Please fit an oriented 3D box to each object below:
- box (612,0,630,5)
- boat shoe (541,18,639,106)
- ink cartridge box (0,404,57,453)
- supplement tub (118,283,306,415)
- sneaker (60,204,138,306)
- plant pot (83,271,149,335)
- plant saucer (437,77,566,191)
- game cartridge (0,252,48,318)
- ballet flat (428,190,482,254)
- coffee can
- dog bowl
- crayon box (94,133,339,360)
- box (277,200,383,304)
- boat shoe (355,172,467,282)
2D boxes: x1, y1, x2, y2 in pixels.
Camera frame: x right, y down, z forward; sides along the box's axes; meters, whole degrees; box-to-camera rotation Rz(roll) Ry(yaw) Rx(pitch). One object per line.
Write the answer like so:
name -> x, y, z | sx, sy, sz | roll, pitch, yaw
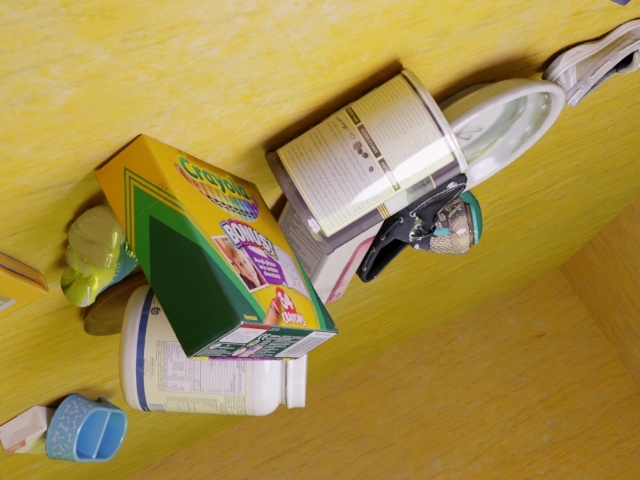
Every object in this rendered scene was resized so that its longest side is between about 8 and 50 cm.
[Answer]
box -> 0.389, -0.411, 1.181 | 0.225, 0.136, 0.036 | -7, 151, -49
boat shoe -> 0.603, -0.367, 1.675 | 0.320, 0.103, 0.118 | -24, 162, -25
ink cartridge box -> -0.690, 0.469, 2.000 | 0.115, 0.067, 0.198 | -30, 161, 0
supplement tub -> -0.187, 0.202, 1.497 | 0.325, 0.235, 0.235 | 2, 159, 0
sneaker -> -0.341, 0.007, 1.307 | 0.126, 0.091, 0.240 | -38, 172, -46
plant pot -> -0.364, 0.117, 1.615 | 0.236, 0.032, 0.236 | -27, 161, -10
plant saucer -> 0.292, -0.212, 1.622 | 0.400, 0.100, 0.400 | -26, 163, -9
game cartridge -> -0.609, 0.110, 1.195 | 0.324, 0.052, 0.285 | -31, 162, 0
ballet flat -> 0.293, -0.045, 1.956 | 0.182, 0.164, 0.483 | -7, -176, 13
coffee can -> 0.076, -0.130, 1.350 | 0.275, 0.201, 0.201 | -31, 162, 4
dog bowl -> -0.578, 0.480, 2.036 | 0.297, 0.074, 0.166 | 53, 53, -71
crayon box -> -0.144, 0.027, 1.254 | 0.106, 0.313, 0.363 | -34, 162, 14
box -> 0.000, 0.000, 1.585 | 0.127, 0.148, 0.232 | -14, 142, -44
boat shoe -> 0.175, -0.020, 1.622 | 0.340, 0.113, 0.127 | -35, 160, 32
